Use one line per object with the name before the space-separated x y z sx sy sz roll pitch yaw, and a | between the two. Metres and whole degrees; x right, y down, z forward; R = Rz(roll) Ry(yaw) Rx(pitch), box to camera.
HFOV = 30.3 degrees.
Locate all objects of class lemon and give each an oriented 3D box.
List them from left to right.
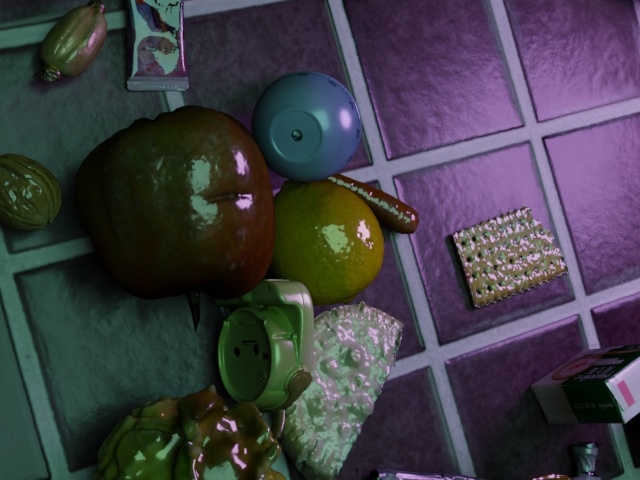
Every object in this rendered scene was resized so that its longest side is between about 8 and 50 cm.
lemon | 0.000 0.000 1.730 0.178 0.178 0.203 -30 96 -26

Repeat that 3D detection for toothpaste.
toothpaste | -0.245 -0.353 1.738 0.096 0.061 0.266 -3 90 -27

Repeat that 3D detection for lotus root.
lotus root | -0.349 -0.275 1.666 0.073 0.062 0.150 34 69 -10

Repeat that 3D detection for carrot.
carrot | 0.063 -0.071 1.849 0.216 0.048 0.048 29 71 -15

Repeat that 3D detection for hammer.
hammer | 0.267 0.382 1.883 0.427 0.044 0.152 9 80 -23

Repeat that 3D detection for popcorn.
popcorn | -0.166 0.325 1.570 0.258 0.224 0.270 -11 110 12

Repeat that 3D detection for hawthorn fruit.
hawthorn fruit | -0.182 -0.028 1.604 0.268 0.268 0.301 -14 97 -27

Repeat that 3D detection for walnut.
walnut | -0.408 -0.065 1.590 0.124 0.105 0.105 38 68 0

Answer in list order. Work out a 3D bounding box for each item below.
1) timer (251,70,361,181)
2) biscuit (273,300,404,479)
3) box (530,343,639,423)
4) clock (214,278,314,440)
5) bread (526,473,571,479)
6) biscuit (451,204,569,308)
timer | -0.029 -0.166 1.732 0.175 0.255 0.175 -1 95 -10
biscuit | 0.012 0.218 1.757 0.179 0.084 0.281 28 72 -20
box | 0.455 0.232 1.903 0.135 0.199 0.081 -28 93 -28
clock | -0.081 0.171 1.670 0.069 0.170 0.232 2 84 -39
bread | 0.267 0.471 1.772 0.324 0.277 0.167 6 36 -19
biscuit | 0.315 0.022 1.967 0.203 0.016 0.144 -20 92 -26
